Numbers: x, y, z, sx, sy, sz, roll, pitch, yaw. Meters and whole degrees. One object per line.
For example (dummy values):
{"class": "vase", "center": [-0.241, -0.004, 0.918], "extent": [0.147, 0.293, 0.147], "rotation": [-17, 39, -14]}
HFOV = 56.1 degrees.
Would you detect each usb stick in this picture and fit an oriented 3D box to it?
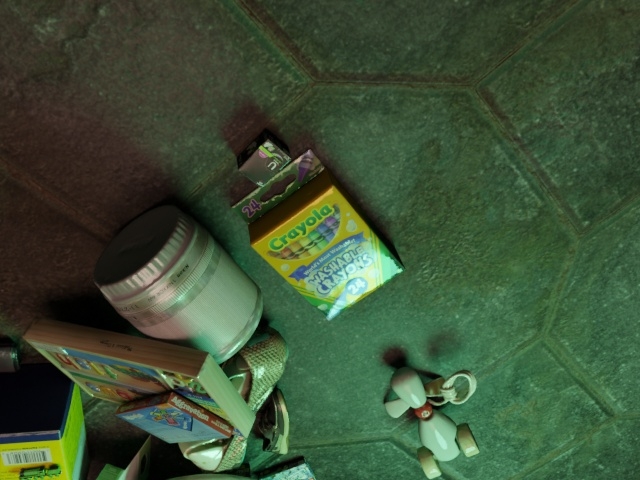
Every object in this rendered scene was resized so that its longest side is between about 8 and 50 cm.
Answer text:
{"class": "usb stick", "center": [-0.772, 0.245, 1.249], "extent": [0.278, 0.045, 0.077], "rotation": [1, 124, -12]}

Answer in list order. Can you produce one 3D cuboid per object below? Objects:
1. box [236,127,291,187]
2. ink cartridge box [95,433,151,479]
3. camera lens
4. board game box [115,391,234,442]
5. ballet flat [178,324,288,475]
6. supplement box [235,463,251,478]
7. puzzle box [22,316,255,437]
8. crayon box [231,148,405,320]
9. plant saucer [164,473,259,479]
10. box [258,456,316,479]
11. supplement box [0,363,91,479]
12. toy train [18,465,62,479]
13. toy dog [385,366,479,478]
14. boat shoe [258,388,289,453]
{"class": "box", "center": [-0.105, -0.152, 1.113], "extent": [0.083, 0.052, 0.062], "rotation": [-42, 120, 17]}
{"class": "ink cartridge box", "center": [-0.493, 0.601, 1.452], "extent": [0.056, 0.235, 0.171], "rotation": [17, 122, 6]}
{"class": "camera lens", "center": [-0.260, 0.095, 1.146], "extent": [0.219, 0.219, 0.274], "rotation": [-31, 124, 10]}
{"class": "board game box", "center": [-0.303, 0.365, 1.220], "extent": [0.145, 0.027, 0.281], "rotation": [36, 144, -23]}
{"class": "ballet flat", "center": [-0.232, 0.399, 1.380], "extent": [0.182, 0.164, 0.482], "rotation": [-9, 132, -51]}
{"class": "supplement box", "center": [-0.211, 0.648, 1.608], "extent": [0.055, 0.083, 0.043], "rotation": [-5, 124, -8]}
{"class": "puzzle box", "center": [-0.354, 0.273, 1.193], "extent": [0.409, 0.052, 0.272], "rotation": [6, 144, 22]}
{"class": "crayon box", "center": [0.000, 0.000, 1.218], "extent": [0.203, 0.083, 0.323], "rotation": [-35, 122, 12]}
{"class": "plant saucer", "center": [-0.282, 0.712, 1.493], "extent": [0.401, 0.100, 0.400], "rotation": [-4, 136, -4]}
{"class": "box", "center": [-0.092, 0.660, 1.675], "extent": [0.137, 0.027, 0.093], "rotation": [-21, 123, 3]}
{"class": "supplement box", "center": [-0.641, 0.471, 1.335], "extent": [0.196, 0.194, 0.356], "rotation": [0, 123, -12]}
{"class": "toy train", "center": [-0.571, 0.474, 1.223], "extent": [0.083, 0.017, 0.023], "rotation": [-5, 115, -9]}
{"class": "toy dog", "center": [0.284, 0.445, 1.561], "extent": [0.220, 0.161, 0.333], "rotation": [-9, 110, -2]}
{"class": "boat shoe", "center": [-0.119, 0.464, 1.507], "extent": [0.074, 0.080, 0.223], "rotation": [-8, 129, -12]}
